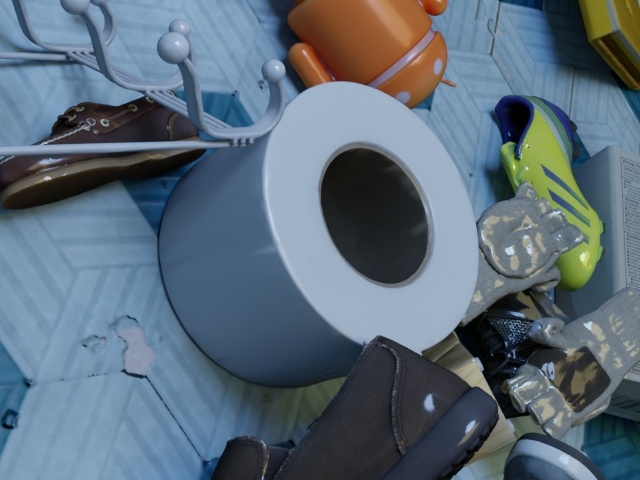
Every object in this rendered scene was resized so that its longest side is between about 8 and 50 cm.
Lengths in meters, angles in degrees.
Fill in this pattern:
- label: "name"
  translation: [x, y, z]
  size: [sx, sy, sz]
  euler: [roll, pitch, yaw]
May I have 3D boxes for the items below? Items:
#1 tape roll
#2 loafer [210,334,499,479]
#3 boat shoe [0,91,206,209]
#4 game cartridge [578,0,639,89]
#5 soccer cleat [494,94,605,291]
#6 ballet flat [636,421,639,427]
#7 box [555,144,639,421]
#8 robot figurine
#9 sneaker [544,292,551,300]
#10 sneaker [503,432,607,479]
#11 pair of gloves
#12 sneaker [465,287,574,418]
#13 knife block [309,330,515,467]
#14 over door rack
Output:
- label: "tape roll"
  translation: [0.000, 0.000, 0.841]
  size: [0.246, 0.169, 0.246]
  euler: [15, 65, -36]
- label: "loafer"
  translation: [-0.035, 0.212, 0.698]
  size: [0.366, 0.134, 0.130]
  euler: [-40, 70, -9]
- label: "boat shoe"
  translation: [-0.190, -0.081, 0.781]
  size: [0.207, 0.073, 0.073]
  euler: [-23, 87, -50]
- label: "game cartridge"
  translation: [0.415, -0.409, 1.376]
  size: [0.285, 0.052, 0.324]
  euler: [13, 62, -59]
- label: "soccer cleat"
  translation: [0.266, -0.063, 1.127]
  size: [0.121, 0.093, 0.289]
  euler: [19, 48, -22]
- label: "ballet flat"
  translation: [0.451, 0.149, 1.234]
  size: [0.073, 0.080, 0.232]
  euler: [47, 46, -54]
- label: "box"
  translation: [0.386, 0.054, 1.162]
  size: [0.148, 0.121, 0.311]
  euler: [18, 62, -19]
- label: "robot figurine"
  translation: [0.053, -0.226, 0.999]
  size: [0.219, 0.128, 0.158]
  euler: [50, 42, -14]
- label: "sneaker"
  translation: [0.243, 0.090, 1.086]
  size: [0.053, 0.061, 0.152]
  euler: [-12, 83, -44]
- label: "sneaker"
  translation: [0.181, 0.322, 0.852]
  size: [0.178, 0.124, 0.295]
  euler: [-48, 142, -33]
- label: "pair of gloves"
  translation: [0.232, 0.072, 0.964]
  size: [0.204, 0.042, 0.240]
  euler: [-39, 92, -28]
- label: "sneaker"
  translation: [0.194, 0.107, 1.007]
  size: [0.227, 0.087, 0.130]
  euler: [41, 60, -3]
- label: "knife block"
  translation: [0.052, 0.190, 0.884]
  size: [0.088, 0.242, 0.276]
  euler: [63, 2, -3]
- label: "over door rack"
  translation: [-0.213, -0.124, 0.662]
  size: [0.324, 0.239, 0.108]
  euler: [-24, 132, -44]
